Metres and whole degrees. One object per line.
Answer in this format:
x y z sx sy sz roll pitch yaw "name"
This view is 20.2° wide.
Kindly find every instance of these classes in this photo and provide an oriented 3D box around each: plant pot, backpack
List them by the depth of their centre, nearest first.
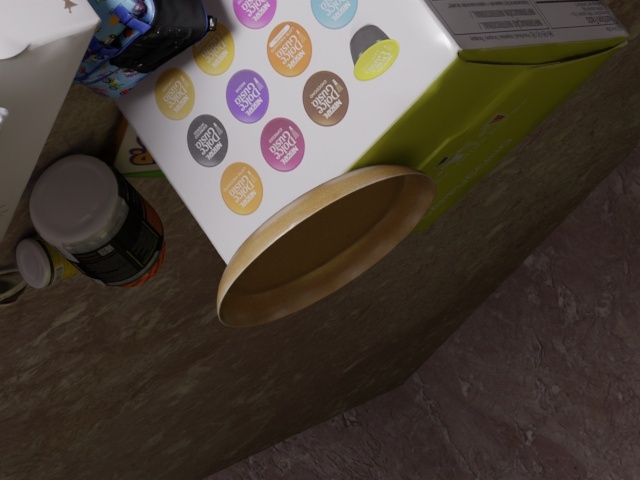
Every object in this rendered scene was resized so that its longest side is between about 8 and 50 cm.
-0.201 -0.216 1.636 0.117 0.158 0.173 -4 158 -48 "backpack"
0.000 0.000 1.662 0.236 0.032 0.236 -29 161 -11 "plant pot"

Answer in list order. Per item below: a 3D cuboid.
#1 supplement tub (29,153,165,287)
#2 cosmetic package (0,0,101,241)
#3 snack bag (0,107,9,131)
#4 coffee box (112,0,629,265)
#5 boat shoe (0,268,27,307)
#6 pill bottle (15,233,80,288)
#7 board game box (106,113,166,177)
-0.256 -0.017 2.110 0.117 0.117 0.190 -35 154 0 "supplement tub"
-0.353 -0.115 1.594 0.197 0.155 0.365 -23 160 -36 "cosmetic package"
-0.453 -0.058 1.452 0.342 0.037 0.323 14 145 -16 "snack bag"
0.028 -0.207 1.776 0.337 0.334 0.338 -45 162 32 "coffee box"
-0.411 0.064 2.198 0.043 0.049 0.137 -48 163 29 "boat shoe"
-0.312 0.013 2.220 0.116 0.065 0.065 -22 160 -39 "pill bottle"
-0.165 -0.138 2.059 0.124 0.039 0.259 1 154 -18 "board game box"
